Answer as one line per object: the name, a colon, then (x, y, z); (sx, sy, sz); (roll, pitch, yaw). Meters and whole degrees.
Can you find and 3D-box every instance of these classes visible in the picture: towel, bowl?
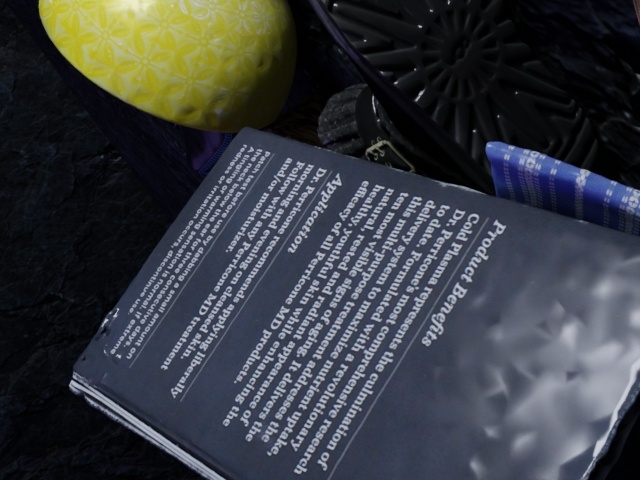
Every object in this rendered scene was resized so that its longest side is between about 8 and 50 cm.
towel: (0.279, 0.045, 0.747); (0.336, 0.040, 0.243); (26, 167, 21)
bowl: (-0.136, -0.265, 1.080); (0.289, 0.289, 0.156); (44, 125, 17)

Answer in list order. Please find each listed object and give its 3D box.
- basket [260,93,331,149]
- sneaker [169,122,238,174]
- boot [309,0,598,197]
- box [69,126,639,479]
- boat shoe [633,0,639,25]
basket: (0.058, -0.048, 1.305); (0.299, 0.223, 0.213); (46, 134, 7)
sneaker: (-0.178, -0.221, 1.290); (0.125, 0.140, 0.341); (12, -148, -37)
boot: (0.062, -0.151, 0.907); (0.348, 0.131, 0.260); (51, 166, -18)
box: (0.130, 0.184, 0.897); (0.471, 0.297, 0.480); (22, 164, 44)
boat shoe: (0.235, -0.113, 0.660); (0.135, 0.045, 0.050); (53, 165, -23)
